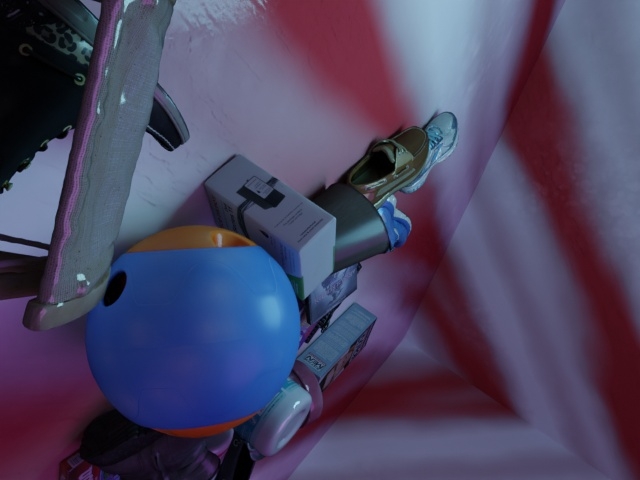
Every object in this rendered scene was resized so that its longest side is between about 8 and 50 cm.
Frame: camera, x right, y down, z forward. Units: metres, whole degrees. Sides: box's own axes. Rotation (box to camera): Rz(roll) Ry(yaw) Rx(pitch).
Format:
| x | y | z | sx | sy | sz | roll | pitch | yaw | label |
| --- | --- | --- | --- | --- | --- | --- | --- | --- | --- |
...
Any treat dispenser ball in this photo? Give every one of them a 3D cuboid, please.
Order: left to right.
| x | y | z | sx | sy | sz | roll | pitch | yaw | label |
| --- | --- | --- | --- | --- | --- | --- | --- | --- | --- |
| -0.172 | 0.122 | 0.698 | 0.288 | 0.288 | 0.288 | -46 | 156 | -27 | treat dispenser ball |

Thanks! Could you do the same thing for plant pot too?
| x | y | z | sx | sy | sz | roll | pitch | yaw | label |
| --- | --- | --- | --- | --- | --- | --- | --- | --- | --- |
| -0.124 | 0.472 | 1.463 | 0.180 | 0.201 | 0.202 | -10 | 132 | -41 | plant pot |

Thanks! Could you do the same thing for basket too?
| x | y | z | sx | sy | sz | roll | pitch | yaw | label |
| --- | --- | --- | --- | --- | --- | --- | --- | --- | --- |
| 0.000 | 0.000 | 1.074 | 0.226 | 0.204 | 0.154 | -32 | 152 | -31 | basket |

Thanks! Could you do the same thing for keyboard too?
| x | y | z | sx | sy | sz | roll | pitch | yaw | label |
| --- | --- | --- | --- | --- | --- | --- | --- | --- | --- |
| 0.041 | 0.207 | 1.652 | 0.317 | 0.033 | 0.201 | -53 | 159 | -8 | keyboard |

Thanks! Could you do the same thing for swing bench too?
| x | y | z | sx | sy | sz | roll | pitch | yaw | label |
| --- | --- | --- | --- | --- | --- | --- | --- | --- | --- |
| -0.226 | -0.085 | 0.317 | 0.254 | 0.165 | 0.254 | 6 | 108 | -43 | swing bench |

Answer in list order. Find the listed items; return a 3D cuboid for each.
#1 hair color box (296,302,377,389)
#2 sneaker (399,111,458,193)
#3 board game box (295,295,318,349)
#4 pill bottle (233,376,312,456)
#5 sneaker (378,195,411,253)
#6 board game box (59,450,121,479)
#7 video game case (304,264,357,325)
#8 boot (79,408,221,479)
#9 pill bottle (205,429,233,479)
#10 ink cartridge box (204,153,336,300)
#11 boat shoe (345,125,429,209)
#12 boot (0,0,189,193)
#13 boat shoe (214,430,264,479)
| x | y | z | sx | sy | sz | roll | pitch | yaw | label |
| --- | --- | --- | --- | --- | --- | --- | --- | --- | --- |
| 0.051 | 0.414 | 1.850 | 0.374 | 0.113 | 0.186 | -36 | 151 | -42 | hair color box |
| 0.319 | -0.274 | 1.481 | 0.283 | 0.110 | 0.122 | -56 | 156 | -5 | sneaker |
| -0.025 | 0.183 | 1.453 | 0.347 | 0.056 | 0.208 | -54 | 163 | -8 | board game box |
| -0.157 | 0.298 | 1.012 | 0.146 | 0.264 | 0.146 | -45 | 156 | -27 | pill bottle |
| 0.171 | -0.029 | 1.435 | 0.330 | 0.129 | 0.147 | 36 | 69 | -61 | sneaker |
| -0.441 | 0.482 | 0.977 | 0.145 | 0.027 | 0.282 | -27 | 144 | -51 | board game box |
| 0.028 | 0.080 | 1.345 | 0.196 | 0.026 | 0.275 | -34 | 137 | -33 | video game case |
| -0.232 | 0.360 | 0.912 | 0.337 | 0.118 | 0.223 | -20 | 127 | 4 | boot |
| -0.311 | 0.505 | 1.112 | 0.160 | 0.160 | 0.283 | -18 | 137 | -59 | pill bottle |
| -0.080 | -0.022 | 0.812 | 0.087 | 0.208 | 0.153 | -43 | 154 | -25 | ink cartridge box |
| 0.174 | -0.193 | 1.258 | 0.324 | 0.122 | 0.120 | -48 | 154 | -26 | boat shoe |
| -0.249 | -0.116 | 0.480 | 0.179 | 0.085 | 0.236 | -52 | 152 | -8 | boot |
| -0.169 | 0.455 | 1.241 | 0.501 | 0.155 | 0.186 | -62 | 160 | 11 | boat shoe |
